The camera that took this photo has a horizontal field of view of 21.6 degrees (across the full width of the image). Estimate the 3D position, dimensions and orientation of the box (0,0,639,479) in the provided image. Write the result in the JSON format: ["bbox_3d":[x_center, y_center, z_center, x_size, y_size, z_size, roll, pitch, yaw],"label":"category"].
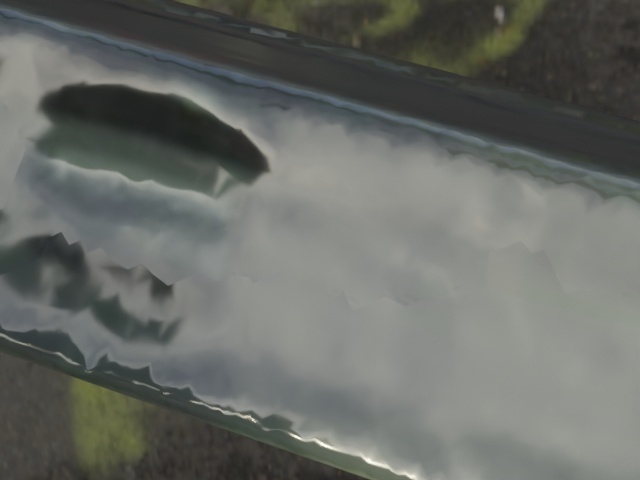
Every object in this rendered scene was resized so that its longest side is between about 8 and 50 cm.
[{"bbox_3d":[0.000,-0.001,0.567,0.396,0.396,0.111,17,91,13],"label":"box"}]
